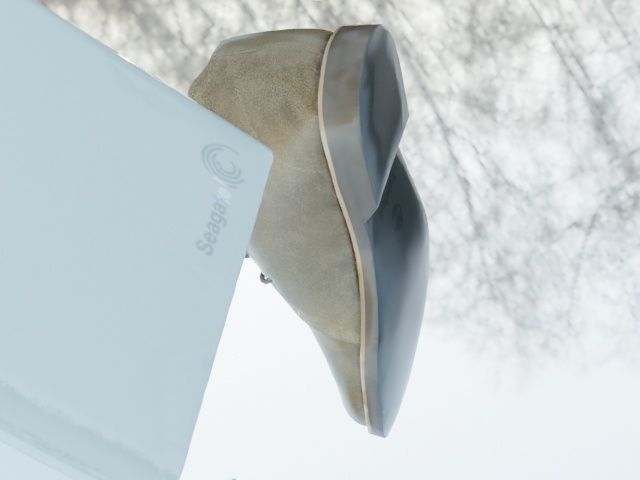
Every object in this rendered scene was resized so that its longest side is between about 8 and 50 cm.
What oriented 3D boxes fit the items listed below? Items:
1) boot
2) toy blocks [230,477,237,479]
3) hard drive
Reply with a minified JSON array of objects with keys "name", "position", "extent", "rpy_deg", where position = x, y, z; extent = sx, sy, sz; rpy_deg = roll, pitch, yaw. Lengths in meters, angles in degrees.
[{"name":"boot","position":[0.000,0.000,0.799],"extent":[0.115,0.305,0.112],"rpy_deg":[3,-139,18]},{"name":"toy blocks","position":[-0.035,0.313,1.447],"extent":[0.123,0.148,0.054],"rpy_deg":[-31,-162,15]},{"name":"hard drive","position":[-0.169,-0.045,0.468],"extent":[0.040,0.307,0.203],"rpy_deg":[-47,-160,37]}]
